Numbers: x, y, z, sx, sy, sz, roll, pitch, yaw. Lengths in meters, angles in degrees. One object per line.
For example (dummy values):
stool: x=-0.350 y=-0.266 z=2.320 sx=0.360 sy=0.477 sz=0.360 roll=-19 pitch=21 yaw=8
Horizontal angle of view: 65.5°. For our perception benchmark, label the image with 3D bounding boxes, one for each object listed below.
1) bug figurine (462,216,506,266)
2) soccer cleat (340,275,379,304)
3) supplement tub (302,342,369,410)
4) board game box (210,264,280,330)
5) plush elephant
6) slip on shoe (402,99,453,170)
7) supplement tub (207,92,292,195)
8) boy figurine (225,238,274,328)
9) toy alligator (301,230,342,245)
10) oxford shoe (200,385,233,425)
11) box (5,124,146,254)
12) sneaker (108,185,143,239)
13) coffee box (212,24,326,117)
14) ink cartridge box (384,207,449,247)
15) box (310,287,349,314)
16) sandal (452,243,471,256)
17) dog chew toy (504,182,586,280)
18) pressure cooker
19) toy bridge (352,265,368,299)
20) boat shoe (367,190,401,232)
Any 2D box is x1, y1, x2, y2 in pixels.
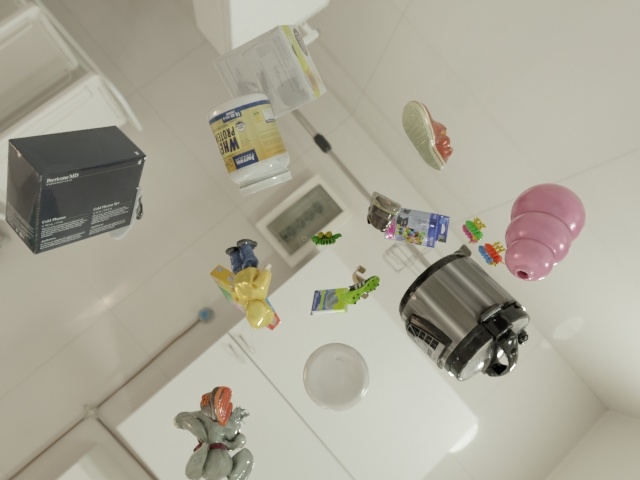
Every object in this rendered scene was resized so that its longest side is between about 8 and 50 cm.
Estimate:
bug figurine: x=0.634 y=0.013 z=1.948 sx=0.072 sy=0.216 sz=0.279 roll=-35 pitch=170 yaw=7
soccer cleat: x=0.149 y=0.177 z=1.856 sx=0.179 sy=0.060 sz=0.072 roll=-31 pitch=-147 yaw=-33
supplement tub: x=0.064 y=0.515 z=1.911 sx=0.241 sy=0.241 sz=0.331 roll=-41 pitch=169 yaw=-5
board game box: x=-0.346 y=0.261 z=2.290 sx=0.064 sy=0.316 sz=0.242 roll=-47 pitch=138 yaw=-23
plush elephant: x=-0.389 y=0.767 z=1.820 sx=0.330 sy=0.272 sz=0.255 roll=-35 pitch=-148 yaw=42
slip on shoe: x=0.360 y=-0.358 z=1.645 sx=0.101 sy=0.123 sz=0.331 roll=-52 pitch=141 yaw=-3
supplement tub: x=-0.243 y=-0.335 z=1.759 sx=0.228 sy=0.316 sz=0.228 roll=-20 pitch=-172 yaw=3
boy figurine: x=-0.211 y=0.135 z=1.553 sx=0.177 sy=0.285 sz=0.092 roll=-34 pitch=153 yaw=28
toy alligator: x=0.000 y=0.000 z=2.133 sx=0.190 sy=0.056 sz=0.051 roll=-5 pitch=-132 yaw=21
oxford shoe: x=-0.334 y=0.515 z=1.554 sx=0.271 sy=0.098 sz=0.097 roll=102 pitch=5 yaw=-54
box: x=-0.768 y=-0.168 z=1.567 sx=0.343 sy=0.179 sz=0.312 roll=-27 pitch=154 yaw=-50
sneaker: x=-0.832 y=-0.102 z=2.154 sx=0.153 sy=0.101 sz=0.268 roll=112 pitch=-11 yaw=-62
coffee box: x=-0.214 y=-0.745 z=2.265 sx=0.338 sy=0.337 sz=0.334 roll=-21 pitch=-163 yaw=20
ink cartridge box: x=0.474 y=-0.064 z=2.471 sx=0.065 sy=0.311 sz=0.185 roll=-65 pitch=159 yaw=-44
box: x=0.035 y=0.263 z=2.143 sx=0.178 sy=0.042 sz=0.109 roll=-8 pitch=-129 yaw=25
sandal: x=0.689 y=0.081 z=2.467 sx=0.060 sy=0.090 sz=0.219 roll=-38 pitch=180 yaw=35
dog chew toy: x=0.633 y=-0.015 z=1.438 sx=0.332 sy=0.206 sz=0.206 roll=-52 pitch=-174 yaw=-32
pressure cooker: x=0.539 y=0.296 z=1.799 sx=0.370 sy=0.420 sz=0.375 roll=3 pitch=128 yaw=-49
toy bridge: x=0.156 y=0.157 z=1.966 sx=0.026 sy=0.063 sz=0.188 roll=-47 pitch=-160 yaw=25
boat shoe: x=0.233 y=-0.108 z=1.945 sx=0.130 sy=0.132 sz=0.355 roll=-62 pitch=174 yaw=9
